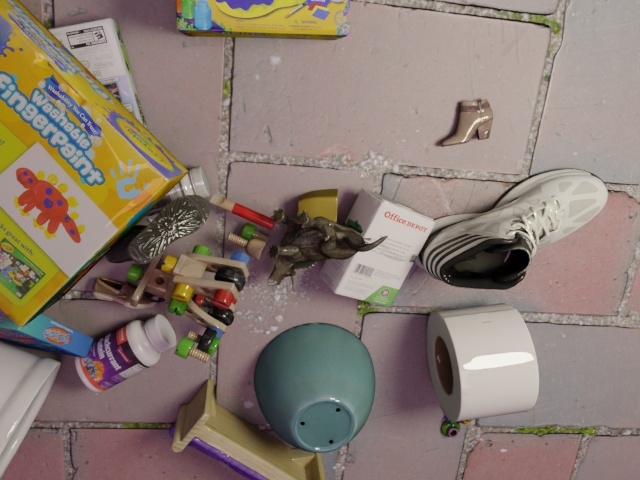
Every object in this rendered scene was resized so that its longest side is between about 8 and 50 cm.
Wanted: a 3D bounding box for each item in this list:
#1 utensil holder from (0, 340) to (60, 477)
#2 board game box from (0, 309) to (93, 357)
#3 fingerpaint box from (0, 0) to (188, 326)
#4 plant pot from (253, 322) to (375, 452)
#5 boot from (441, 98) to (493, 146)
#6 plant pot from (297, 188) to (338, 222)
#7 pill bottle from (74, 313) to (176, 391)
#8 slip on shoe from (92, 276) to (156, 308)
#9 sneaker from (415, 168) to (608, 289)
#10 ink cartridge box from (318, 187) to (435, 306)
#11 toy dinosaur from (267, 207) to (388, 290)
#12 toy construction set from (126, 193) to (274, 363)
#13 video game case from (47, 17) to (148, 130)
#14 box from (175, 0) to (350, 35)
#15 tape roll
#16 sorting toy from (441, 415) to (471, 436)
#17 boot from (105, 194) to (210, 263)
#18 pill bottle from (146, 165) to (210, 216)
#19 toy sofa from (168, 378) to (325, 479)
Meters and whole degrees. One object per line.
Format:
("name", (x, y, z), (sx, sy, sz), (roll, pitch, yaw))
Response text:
("utensil holder", (-0.772, 0.311, 1.064), (0.386, 0.327, 0.327), (28, 102, -14))
("board game box", (-0.581, 0.176, 1.088), (0.160, 0.210, 0.047), (5, 66, 16))
("fingerpaint box", (-0.524, -0.146, 0.942), (0.371, 0.163, 0.445), (-43, 99, 8))
("plant pot", (-0.004, 0.358, 1.242), (0.291, 0.195, 0.290), (-2, 108, -6))
("boot", (0.308, -0.251, 1.167), (0.119, 0.042, 0.086), (-13, 103, -4))
("plant pot", (-0.006, -0.064, 1.166), (0.083, 0.081, 0.081), (4, 108, 2))
("pill bottle", (-0.418, 0.239, 1.196), (0.194, 0.108, 0.108), (-28, 109, 2))
("slip on shoe", (-0.420, 0.111, 1.186), (0.136, 0.051, 0.041), (15, 108, -4))
("sneaker", (0.435, -0.002, 1.145), (0.448, 0.257, 0.169), (-22, 109, 0))
("ink cartridge box", (0.120, 0.017, 1.177), (0.160, 0.092, 0.219), (18, 105, -34))
("toy dinosaur", (0.000, 0.000, 1.088), (0.314, 0.160, 0.120), (-18, 68, 30))
("toy construction set", (-0.260, 0.051, 1.116), (0.237, 0.257, 0.308), (25, 83, -2))
("video game case", (-0.487, -0.268, 1.045), (0.270, 0.061, 0.244), (-12, 107, -3))
("box", (-0.101, -0.502, 0.958), (0.290, 0.177, 0.279), (-2, 107, -7))
("tape roll", (0.352, 0.270, 1.232), (0.169, 0.246, 0.246), (-6, 109, -5))
("sorting toy", (0.348, 0.467, 1.402), (0.061, 0.042, 0.101), (28, 103, -15))
("boot", (-0.324, -0.016, 1.080), (0.190, 0.208, 0.076), (-37, 101, -24))
("pill bottle", (-0.299, -0.102, 1.115), (0.137, 0.078, 0.078), (-15, 109, -2))
("toy sofa", (-0.178, 0.508, 1.293), (0.363, 0.150, 0.177), (38, 99, -17))
